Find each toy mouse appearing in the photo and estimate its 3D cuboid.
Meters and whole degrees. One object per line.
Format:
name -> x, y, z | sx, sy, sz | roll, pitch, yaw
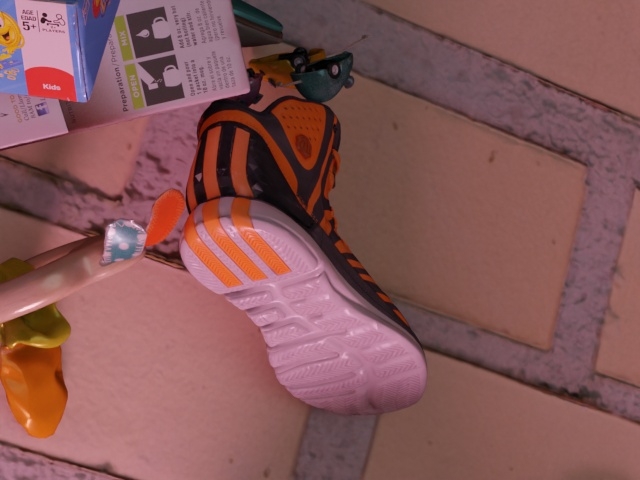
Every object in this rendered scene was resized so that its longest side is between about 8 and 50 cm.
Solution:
toy mouse -> -0.030, -0.123, 1.565 | 0.161, 0.143, 0.031 | -11, 105, -2

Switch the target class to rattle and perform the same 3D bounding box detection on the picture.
rattle -> -0.166, 0.058, 1.450 | 0.130, 0.200, 0.142 | 1, 73, -67

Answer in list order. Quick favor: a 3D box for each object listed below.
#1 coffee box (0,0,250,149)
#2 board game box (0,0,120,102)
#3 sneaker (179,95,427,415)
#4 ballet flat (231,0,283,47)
coffee box -> -0.218, -0.128, 1.416 | 0.297, 0.168, 0.118 | -14, 96, -12
board game box -> -0.273, -0.240, 1.329 | 0.302, 0.086, 0.308 | 5, 49, 5
sneaker -> 0.000, 0.000, 1.552 | 0.321, 0.125, 0.180 | 56, 29, -48
ballet flat -> -0.133, -0.188, 1.563 | 0.213, 0.072, 0.068 | 26, 104, -21
